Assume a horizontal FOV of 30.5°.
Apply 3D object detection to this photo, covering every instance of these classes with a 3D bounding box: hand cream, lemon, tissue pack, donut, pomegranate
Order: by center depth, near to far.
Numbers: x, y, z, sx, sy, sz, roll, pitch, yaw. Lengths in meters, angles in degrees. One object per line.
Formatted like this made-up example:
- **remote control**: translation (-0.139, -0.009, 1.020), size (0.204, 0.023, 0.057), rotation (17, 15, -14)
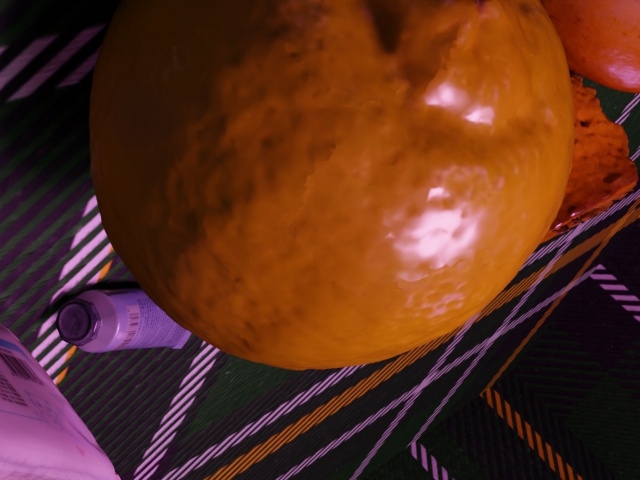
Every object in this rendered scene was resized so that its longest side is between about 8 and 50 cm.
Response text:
- **lemon**: translation (0.001, -0.072, 0.807), size (0.348, 0.348, 0.348), rotation (-39, 161, -16)
- **tissue pack**: translation (-0.281, 0.132, 0.854), size (0.124, 0.201, 0.271), rotation (-41, 160, 1)
- **pomegranate**: translation (0.335, -0.275, 1.183), size (0.264, 0.264, 0.264), rotation (-39, 161, -16)
- **hand cream**: translation (-0.179, 0.080, 1.188), size (0.091, 0.058, 0.271), rotation (-60, 163, 9)
- **donut**: translation (0.172, -0.040, 1.381), size (0.378, 0.163, 0.435), rotation (-28, 173, 0)
